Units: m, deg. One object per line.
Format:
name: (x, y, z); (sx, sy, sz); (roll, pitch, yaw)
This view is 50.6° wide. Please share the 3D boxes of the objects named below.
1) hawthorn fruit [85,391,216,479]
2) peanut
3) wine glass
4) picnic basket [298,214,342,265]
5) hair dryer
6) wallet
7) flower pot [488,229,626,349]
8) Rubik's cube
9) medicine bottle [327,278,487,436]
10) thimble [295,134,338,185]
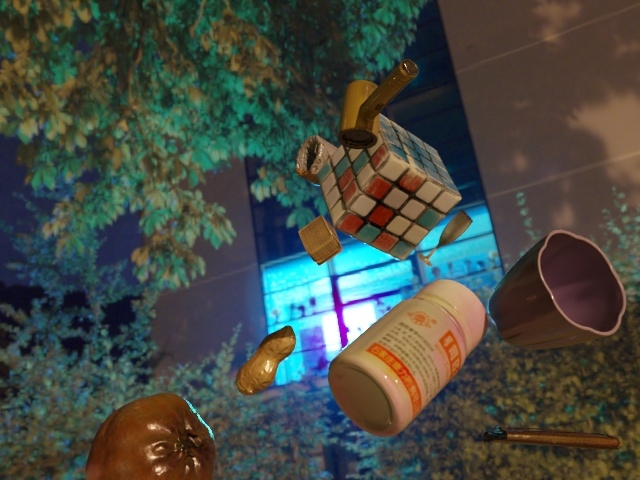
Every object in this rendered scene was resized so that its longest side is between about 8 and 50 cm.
hawthorn fruit: (-0.391, 0.495, 1.512); (0.300, 0.268, 0.267); (-31, -26, 30)
peanut: (-0.165, 0.376, 2.115); (0.263, 0.117, 0.101); (-54, -38, -2)
wine glass: (0.387, -0.008, 2.084); (0.066, 0.066, 0.198); (14, -56, -50)
picnic basket: (0.000, 0.000, 2.409); (0.115, 0.164, 0.079); (-35, -54, 8)
hair dryer: (0.126, -0.310, 1.441); (0.090, 0.135, 0.278); (16, -21, -18)
wallet: (0.479, 0.413, 1.416); (0.243, 0.039, 0.133); (4, -15, -7)
flower pot: (0.549, 0.138, 1.638); (0.265, 0.265, 0.243); (1, -24, -29)
Rubik's cube: (0.175, -0.144, 1.798); (0.256, 0.259, 0.253); (26, -60, -28)
medicine bottle: (0.214, 0.263, 1.590); (0.388, 0.219, 0.219); (-33, 1, -40)
thimble: (-0.005, -0.268, 2.305); (0.117, 0.151, 0.127); (25, -13, -41)
